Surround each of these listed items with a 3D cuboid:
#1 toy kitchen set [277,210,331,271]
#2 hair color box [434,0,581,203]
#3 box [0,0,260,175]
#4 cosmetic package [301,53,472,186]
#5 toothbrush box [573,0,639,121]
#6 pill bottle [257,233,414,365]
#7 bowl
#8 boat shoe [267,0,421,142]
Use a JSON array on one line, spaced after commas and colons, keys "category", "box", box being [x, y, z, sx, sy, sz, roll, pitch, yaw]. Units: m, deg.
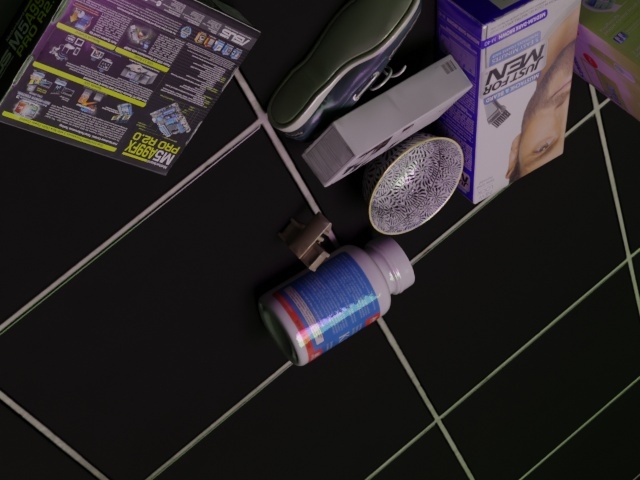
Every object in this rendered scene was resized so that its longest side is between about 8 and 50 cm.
[{"category": "toy kitchen set", "box": [0.000, 0.000, 1.835, 0.068, 0.083, 0.075, -49, 144, 9]}, {"category": "hair color box", "box": [0.266, -0.234, 1.836, 0.185, 0.110, 0.339, -29, 144, -21]}, {"category": "box", "box": [-0.225, -0.203, 1.436, 0.270, 0.060, 0.216, 17, 115, -50]}, {"category": "cosmetic package", "box": [0.092, -0.161, 1.709, 0.239, 0.060, 0.099, -33, 177, -34]}, {"category": "toothbrush box", "box": [0.470, -0.272, 1.840, 0.122, 0.283, 0.206, -42, 145, 0]}, {"category": "pill bottle", "box": [0.028, 0.083, 1.910, 0.221, 0.124, 0.124, -31, 142, -16]}, {"category": "bowl", "box": [0.117, -0.099, 1.851, 0.170, 0.080, 0.170, -25, 140, -24]}, {"category": "boat shoe", "box": [0.042, -0.226, 1.638, 0.254, 0.095, 0.079, -49, 143, 11]}]
